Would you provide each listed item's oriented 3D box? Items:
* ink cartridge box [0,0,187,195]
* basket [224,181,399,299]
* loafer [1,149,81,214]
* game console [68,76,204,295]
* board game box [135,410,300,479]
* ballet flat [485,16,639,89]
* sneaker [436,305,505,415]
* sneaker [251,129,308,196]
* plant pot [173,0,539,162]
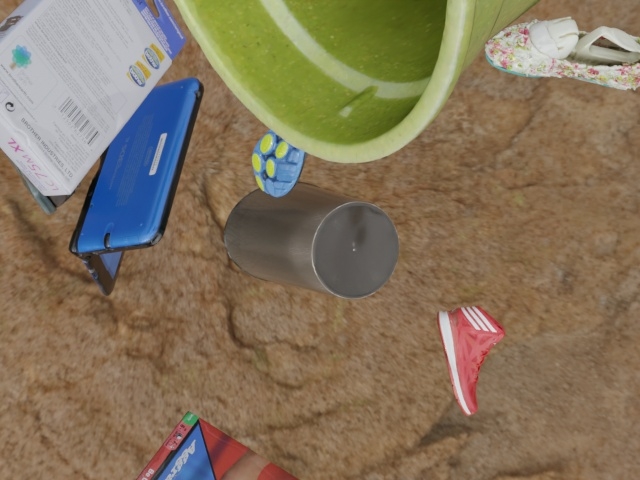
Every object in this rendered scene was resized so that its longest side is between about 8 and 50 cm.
[{"bbox_3d":[-0.304,-0.229,1.041,0.186,0.065,0.311,57,49,-37],"label":"ink cartridge box"},{"bbox_3d":[0.000,0.000,1.144,0.204,0.227,0.154,-4,98,-26],"label":"basket"},{"bbox_3d":[-0.464,-0.139,1.344,0.084,0.267,0.096,-35,71,-16],"label":"loafer"},{"bbox_3d":[-0.270,-0.079,1.311,0.173,0.250,0.293,41,51,-47],"label":"game console"},{"bbox_3d":[-0.109,0.261,0.548,0.145,0.027,0.281,30,51,8],"label":"board game box"},{"bbox_3d":[0.335,-0.255,1.077,0.241,0.077,0.091,3,62,-18],"label":"ballet flat"},{"bbox_3d":[0.314,0.235,1.631,0.128,0.087,0.221,-14,101,8],"label":"sneaker"},{"bbox_3d":[-0.023,-0.134,0.956,0.067,0.078,0.188,30,114,23],"label":"sneaker"},{"bbox_3d":[0.065,-0.222,0.468,0.254,0.276,0.276,-32,100,-27],"label":"plant pot"}]
